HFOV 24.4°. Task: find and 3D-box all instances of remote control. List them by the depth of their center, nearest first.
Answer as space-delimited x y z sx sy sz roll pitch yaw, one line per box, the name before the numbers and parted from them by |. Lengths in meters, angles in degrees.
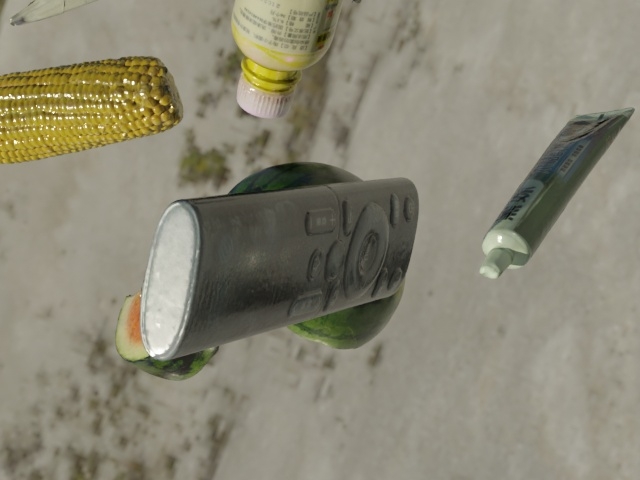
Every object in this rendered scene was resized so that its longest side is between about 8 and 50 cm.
remote control | -0.015 0.012 1.096 0.377 0.044 0.107 -9 -64 -64

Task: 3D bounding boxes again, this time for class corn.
corn | -0.378 -0.197 2.225 0.144 0.387 0.144 -7 -90 -69

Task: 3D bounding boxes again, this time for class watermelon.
watermelon | 0.005 0.000 1.500 0.127 0.232 0.204 -39 48 31
watermelon | -0.175 0.098 1.698 0.245 0.063 0.119 -11 63 61

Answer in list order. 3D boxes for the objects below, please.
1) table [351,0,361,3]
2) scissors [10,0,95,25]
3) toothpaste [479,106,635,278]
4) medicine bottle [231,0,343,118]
table | 0.018 -0.532 2.087 0.282 0.250 0.196 -68 9 -24
scissors | -0.130 -0.242 1.264 0.022 0.300 0.109 -88 -24 -68
toothpaste | 0.297 -0.070 1.908 0.392 0.098 0.061 -50 -57 -42
medicine bottle | -0.044 -0.245 1.708 0.122 0.121 0.212 -68 -4 -53
